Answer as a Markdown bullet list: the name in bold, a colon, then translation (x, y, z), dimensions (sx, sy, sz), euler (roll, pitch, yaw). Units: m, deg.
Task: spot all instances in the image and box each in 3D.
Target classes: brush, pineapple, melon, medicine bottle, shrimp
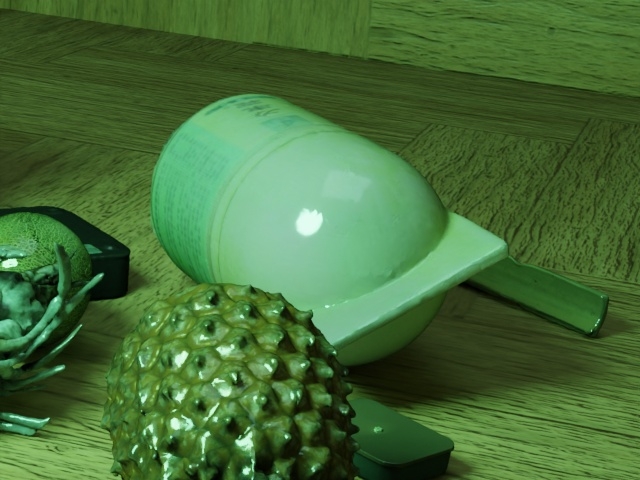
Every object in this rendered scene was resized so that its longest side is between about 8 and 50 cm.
- **brush**: translation (0.232, 0.048, 1.924), dimensions (0.048, 0.054, 0.282), euler (16, 6, -44)
- **pineapple**: translation (-0.060, 0.184, 1.173), dimensions (0.202, 0.202, 0.362), euler (3, 27, -9)
- **melon**: translation (-0.298, 0.041, 1.622), dimensions (0.139, 0.139, 0.192), euler (4, 12, -4)
- **medicine bottle**: translation (0.000, 0.000, 1.684), dimensions (0.236, 0.236, 0.406), euler (-3, 18, -27)
- **shrimp**: translation (-0.341, 0.096, 1.397), dimensions (0.410, 0.221, 0.166), euler (-30, 8, -34)

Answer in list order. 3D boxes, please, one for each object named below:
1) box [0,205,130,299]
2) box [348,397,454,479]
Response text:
- **box**: translation (-0.405, 0.022, 1.796), dimensions (0.350, 0.058, 0.211), euler (-7, 22, -34)
- **box**: translation (0.050, 0.183, 1.452), dimensions (0.091, 0.031, 0.126), euler (-11, 24, -43)
